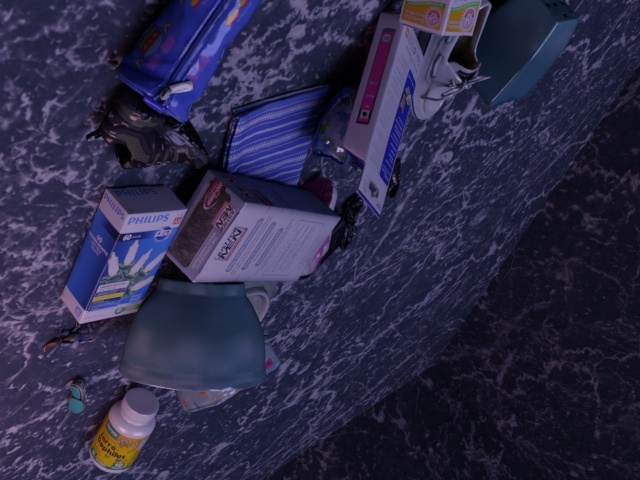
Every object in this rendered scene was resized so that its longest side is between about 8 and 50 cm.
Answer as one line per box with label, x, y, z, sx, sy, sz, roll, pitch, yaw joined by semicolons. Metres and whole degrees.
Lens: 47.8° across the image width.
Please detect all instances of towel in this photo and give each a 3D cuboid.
towel;-0.109;-0.151;1.469;0.243;0.040;0.336;-25;150;-38

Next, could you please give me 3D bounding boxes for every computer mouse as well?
computer mouse;0.000;0.000;1.859;0.272;0.072;0.188;-41;157;-40

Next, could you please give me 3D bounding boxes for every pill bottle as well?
pill bottle;-0.478;0.464;1.777;0.117;0.117;0.208;-7;137;-54

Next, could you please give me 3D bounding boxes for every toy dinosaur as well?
toy dinosaur;-0.491;0.186;1.432;0.090;0.047;0.082;-16;173;18

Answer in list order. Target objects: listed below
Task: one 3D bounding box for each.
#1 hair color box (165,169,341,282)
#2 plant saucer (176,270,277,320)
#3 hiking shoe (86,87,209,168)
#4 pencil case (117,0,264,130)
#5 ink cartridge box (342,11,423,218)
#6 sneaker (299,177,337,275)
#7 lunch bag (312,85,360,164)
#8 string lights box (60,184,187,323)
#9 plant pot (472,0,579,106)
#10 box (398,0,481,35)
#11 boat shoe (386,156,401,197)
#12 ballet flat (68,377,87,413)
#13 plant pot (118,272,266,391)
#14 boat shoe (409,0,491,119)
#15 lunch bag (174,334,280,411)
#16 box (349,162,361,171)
hair color box;-0.128;-0.018;1.466;0.185;0.113;0.374;-55;156;15
plant saucer;-0.232;0.167;1.712;0.400;0.100;0.400;-36;155;-19
hiking shoe;-0.273;-0.160;1.164;0.114;0.086;0.227;-35;152;13
pencil case;-0.162;-0.308;1.021;0.119;0.133;0.306;32;103;-32
ink cartridge box;0.121;-0.245;1.436;0.176;0.069;0.371;40;62;-66
sneaker;-0.025;-0.027;1.689;0.111;0.103;0.252;6;111;-62
lunch bag;0.051;-0.240;1.473;0.129;0.096;0.151;-32;142;-67
string lights box;-0.358;0.024;1.307;0.133;0.077;0.260;-10;139;-51
plant pot;0.454;-0.455;1.649;0.165;0.166;0.234;-22;161;-41
box;0.237;-0.487;1.328;0.114;0.103;0.203;-16;126;-47
boat shoe;0.196;-0.167;1.922;0.049;0.042;0.133;-28;150;-28
ballet flat;-0.531;0.341;1.596;0.041;0.041;0.114;-25;151;-37
plant pot;-0.246;0.171;1.449;0.293;0.293;0.196;1;95;-58
boat shoe;0.297;-0.384;1.587;0.136;0.156;0.367;-29;151;-31
lunch bag;-0.244;0.338;1.857;0.224;0.108;0.279;-28;180;-40
box;0.114;-0.242;1.648;0.054;0.059;0.169;-18;145;-41
